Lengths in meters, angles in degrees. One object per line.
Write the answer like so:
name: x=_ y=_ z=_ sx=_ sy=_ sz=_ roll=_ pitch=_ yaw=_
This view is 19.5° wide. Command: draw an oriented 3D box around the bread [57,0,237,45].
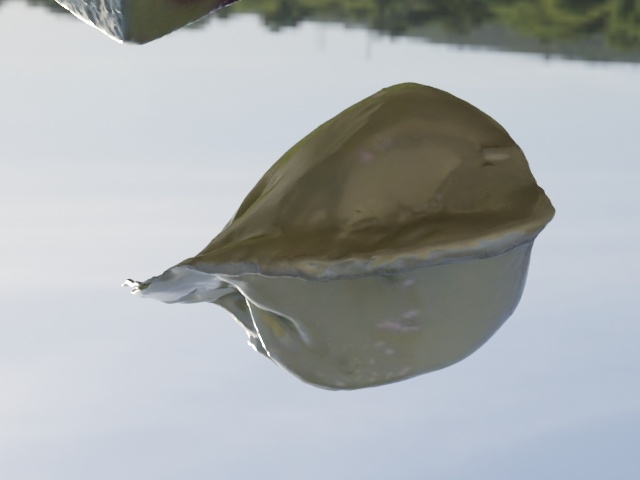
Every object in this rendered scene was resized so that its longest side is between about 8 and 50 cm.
bread: x=-0.067 y=-0.292 z=1.441 sx=0.338 sy=0.155 sz=0.187 roll=-29 pitch=-142 yaw=-25

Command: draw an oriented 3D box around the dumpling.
dumpling: x=0.000 y=0.000 z=1.459 sx=0.315 sy=0.233 sz=0.395 roll=-6 pitch=180 yaw=-17
